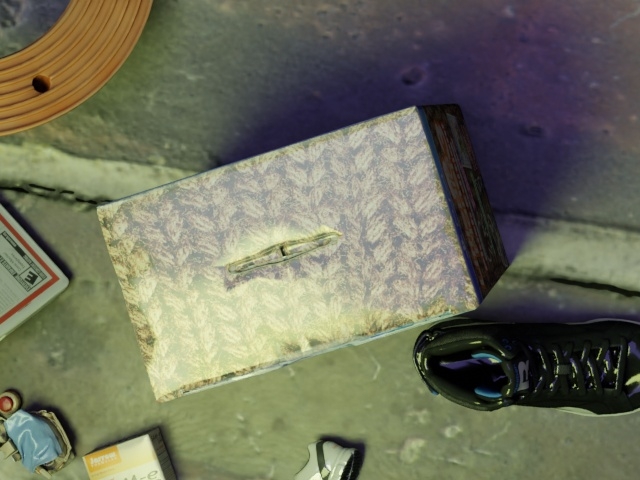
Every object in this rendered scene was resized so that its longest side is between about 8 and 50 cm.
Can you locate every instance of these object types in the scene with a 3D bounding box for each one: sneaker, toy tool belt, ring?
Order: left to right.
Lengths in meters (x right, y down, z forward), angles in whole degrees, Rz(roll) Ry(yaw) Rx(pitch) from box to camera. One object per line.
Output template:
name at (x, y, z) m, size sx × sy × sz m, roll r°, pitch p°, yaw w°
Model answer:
ring at (-0.289, -0.233, 1.429) m, size 0.336 × 0.032 × 0.337 m, roll 6°, pitch 73°, yaw -20°
toy tool belt at (-0.243, 0.160, 1.544) m, size 0.052 × 0.051 × 0.083 m, roll -41°, pitch 87°, yaw 10°
sneaker at (-0.004, 0.213, 1.519) m, size 0.043 × 0.040 × 0.109 m, roll 23°, pitch 94°, yaw 24°
sneaker at (0.177, 0.104, 1.433) m, size 0.216 × 0.121 × 0.079 m, roll 2°, pitch 95°, yaw 10°

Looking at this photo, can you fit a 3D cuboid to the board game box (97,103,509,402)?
board game box at (0.000, 0.000, 1.370) m, size 0.232 × 0.291 × 0.141 m, roll -17°, pitch 91°, yaw 10°

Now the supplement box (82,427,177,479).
supplement box at (-0.149, 0.212, 1.540) m, size 0.062 × 0.036 × 0.098 m, roll -21°, pitch 90°, yaw 10°

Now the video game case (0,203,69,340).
video game case at (-0.363, 0.037, 1.468) m, size 0.204 × 0.285 × 0.025 m, roll 48°, pitch 142°, yaw 3°
